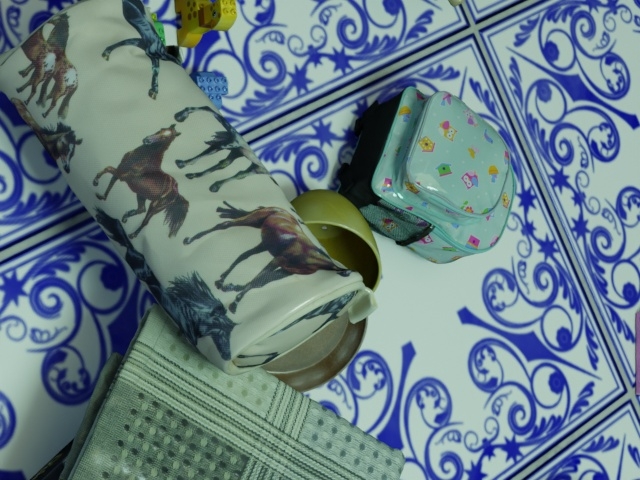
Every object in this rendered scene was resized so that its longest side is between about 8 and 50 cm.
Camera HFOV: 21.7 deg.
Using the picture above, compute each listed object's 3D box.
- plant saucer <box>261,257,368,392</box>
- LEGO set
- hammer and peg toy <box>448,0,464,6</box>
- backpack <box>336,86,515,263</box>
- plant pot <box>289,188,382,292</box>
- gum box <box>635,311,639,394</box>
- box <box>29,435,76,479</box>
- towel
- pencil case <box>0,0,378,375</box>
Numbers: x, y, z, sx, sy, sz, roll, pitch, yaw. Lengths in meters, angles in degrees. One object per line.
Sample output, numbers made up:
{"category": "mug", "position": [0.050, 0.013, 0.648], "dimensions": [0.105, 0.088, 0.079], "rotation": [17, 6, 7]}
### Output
{"category": "plant saucer", "position": [-0.034, 0.083, 1.749], "dimensions": [0.168, 0.029, 0.168], "rotation": [-5, 114, -12]}
{"category": "LEGO set", "position": [-0.135, -0.209, 1.743], "dimensions": [0.087, 0.093, 0.227], "rotation": [-3, 82, -37]}
{"category": "hammer and peg toy", "position": [0.164, -0.419, 1.987], "dimensions": [0.361, 0.127, 0.266], "rotation": [-23, 96, -37]}
{"category": "backpack", "position": [0.135, -0.068, 1.884], "dimensions": [0.188, 0.144, 0.166], "rotation": [36, 56, -28]}
{"category": "plant pot", "position": [0.000, 0.000, 1.789], "dimensions": [0.134, 0.134, 0.095], "rotation": [36, 34, -25]}
{"category": "gum box", "position": [0.479, 0.134, 2.062], "dimensions": [0.062, 0.188, 0.107], "rotation": [12, 74, -34]}
{"category": "box", "position": [-0.151, 0.380, 1.570], "dimensions": [0.395, 0.097, 0.318], "rotation": [49, 54, -5]}
{"category": "towel", "position": [-0.097, 0.258, 1.571], "dimensions": [0.324, 0.056, 0.312], "rotation": [34, 58, -18]}
{"category": "pencil case", "position": [-0.127, -0.056, 1.588], "dimensions": [0.183, 0.160, 0.410], "rotation": [-31, 74, -28]}
